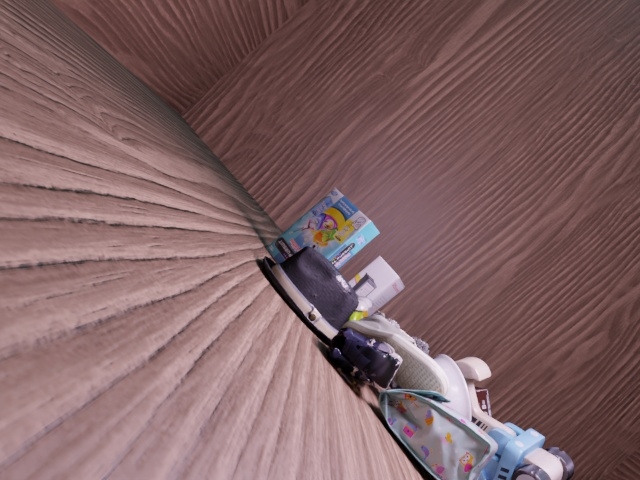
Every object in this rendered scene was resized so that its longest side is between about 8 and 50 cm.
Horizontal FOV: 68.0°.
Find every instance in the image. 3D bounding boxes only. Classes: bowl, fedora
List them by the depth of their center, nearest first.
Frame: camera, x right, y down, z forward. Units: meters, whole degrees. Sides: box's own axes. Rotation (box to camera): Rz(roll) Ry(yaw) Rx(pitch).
[{"bbox_3d":[-0.007,0.134,1.336,0.334,0.152,0.334,49,0,0],"label":"fedora"},{"bbox_3d":[0.395,0.560,1.676,0.298,0.134,0.297,177,-90,-77],"label":"bowl"}]

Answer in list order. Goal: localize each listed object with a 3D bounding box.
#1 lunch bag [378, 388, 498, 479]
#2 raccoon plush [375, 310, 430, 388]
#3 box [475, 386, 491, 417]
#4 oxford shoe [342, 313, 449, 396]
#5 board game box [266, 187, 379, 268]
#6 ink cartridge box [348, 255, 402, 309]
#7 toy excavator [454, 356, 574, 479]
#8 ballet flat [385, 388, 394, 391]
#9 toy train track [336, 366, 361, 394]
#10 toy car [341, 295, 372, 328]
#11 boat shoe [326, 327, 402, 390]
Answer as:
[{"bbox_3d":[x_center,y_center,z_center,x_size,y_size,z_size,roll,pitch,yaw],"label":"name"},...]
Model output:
[{"bbox_3d":[0.270,0.451,1.126,0.262,0.160,0.223,33,-6,33],"label":"lunch bag"},{"bbox_3d":[0.233,0.374,1.840,0.299,0.216,0.446,41,-5,40],"label":"raccoon plush"},{"bbox_3d":[0.527,0.649,1.814,0.203,0.167,0.168,128,-41,-76],"label":"box"},{"bbox_3d":[0.228,0.325,1.415,0.449,0.130,0.169,17,-60,60],"label":"oxford shoe"},{"bbox_3d":[0.000,0.000,1.655,0.079,0.336,0.254,49,0,-43],"label":"board game box"},{"bbox_3d":[0.182,0.228,1.962,0.131,0.306,0.226,49,0,22],"label":"ink cartridge box"},{"bbox_3d":[0.589,0.674,1.595,0.222,0.432,0.445,-3,20,-42],"label":"toy excavator"},{"bbox_3d":[0.233,0.486,1.396,0.084,0.058,0.250,13,-5,-1],"label":"ballet flat"},{"bbox_3d":[0.070,0.327,1.111,0.083,0.014,0.048,48,0,-5],"label":"toy train track"},{"bbox_3d":[0.111,0.286,1.753,0.136,0.159,0.182,8,4,16],"label":"toy car"},{"bbox_3d":[0.100,0.287,1.224,0.158,0.127,0.340,32,-12,4],"label":"boat shoe"}]
